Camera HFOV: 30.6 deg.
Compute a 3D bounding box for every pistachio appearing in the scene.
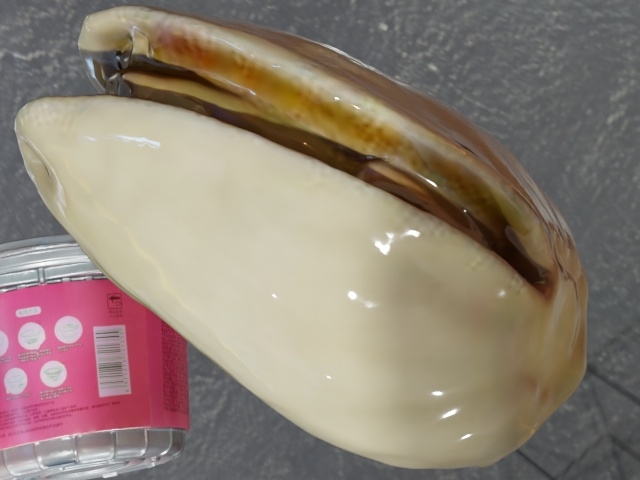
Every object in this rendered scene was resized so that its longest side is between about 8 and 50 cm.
[{"bbox_3d":[0.000,0.000,0.418,0.223,0.152,0.126,32,64,-12],"label":"pistachio"}]

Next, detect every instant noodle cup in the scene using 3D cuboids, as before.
[{"bbox_3d":[-0.216,0.114,1.018,0.302,0.181,0.258,-16,164,21],"label":"instant noodle cup"}]
